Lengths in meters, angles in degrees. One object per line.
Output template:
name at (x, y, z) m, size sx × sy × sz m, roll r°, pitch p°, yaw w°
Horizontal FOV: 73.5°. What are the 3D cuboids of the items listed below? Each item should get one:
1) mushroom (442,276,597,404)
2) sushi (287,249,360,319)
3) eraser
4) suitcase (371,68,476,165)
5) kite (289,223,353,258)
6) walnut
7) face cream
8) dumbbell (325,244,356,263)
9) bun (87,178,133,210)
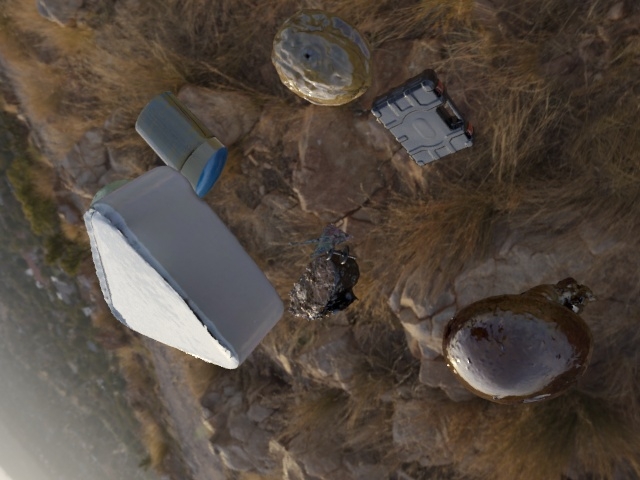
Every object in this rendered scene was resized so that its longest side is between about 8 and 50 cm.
mushroom at (0.476, 0.212, 1.022) m, size 0.335 × 0.356 × 0.331 m, roll 16°, pitch 164°, yaw 11°
sushi at (0.025, 0.202, 1.779) m, size 0.234 × 0.208 × 0.348 m, roll 46°, pitch 129°, yaw 23°
eraser at (-0.249, 0.038, 0.718) m, size 0.332 × 0.150 × 0.331 m, roll 22°, pitch 137°, yaw 22°
suitcase at (0.304, -0.347, 1.254) m, size 0.206 × 0.066 × 0.286 m, roll -18°, pitch 139°, yaw 39°
kite at (0.000, 0.000, 0.943) m, size 0.157 × 0.139 × 0.011 m, roll -7°, pitch 119°, yaw 21°
walnut at (0.005, -0.402, 0.952) m, size 0.245 × 0.198 × 0.198 m, roll 27°, pitch 133°, yaw 4°
face cream at (-0.343, -0.244, 1.069) m, size 0.139 × 0.067 × 0.285 m, roll -48°, pitch 69°, yaw 8°
dumbbell at (0.058, 0.042, 1.486) m, size 0.147 × 0.069 × 0.069 m, roll 15°, pitch 137°, yaw -16°
bun at (-0.536, -0.085, 1.187) m, size 0.108 × 0.221 × 0.221 m, roll 60°, pitch 143°, yaw 30°
